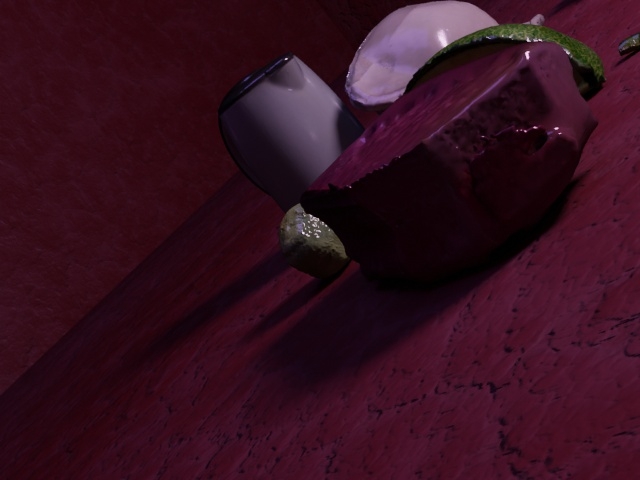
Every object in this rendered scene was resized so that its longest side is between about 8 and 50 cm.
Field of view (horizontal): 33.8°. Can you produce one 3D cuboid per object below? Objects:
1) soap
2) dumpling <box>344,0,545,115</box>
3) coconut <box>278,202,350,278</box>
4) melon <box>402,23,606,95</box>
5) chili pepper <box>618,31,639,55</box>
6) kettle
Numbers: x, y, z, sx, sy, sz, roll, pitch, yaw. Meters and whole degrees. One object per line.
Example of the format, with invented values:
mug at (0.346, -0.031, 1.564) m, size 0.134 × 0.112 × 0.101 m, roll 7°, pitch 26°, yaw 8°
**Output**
soap at (0.113, -0.064, 0.966) m, size 0.220 × 0.127 × 0.325 m, roll -43°, pitch 11°, yaw -9°
dumpling at (0.186, -0.250, 1.457) m, size 0.260 × 0.181 × 0.341 m, roll -11°, pitch -8°, yaw 25°
coconut at (0.000, 0.000, 1.208) m, size 0.088 × 0.096 × 0.088 m, roll -33°, pitch 50°, yaw 51°
melon at (0.191, -0.181, 1.207) m, size 0.265 × 0.129 × 0.169 m, roll -33°, pitch 8°, yaw 34°
chili pepper at (0.349, -0.219, 1.105) m, size 0.027 × 0.022 × 0.083 m, roll -3°, pitch -19°, yaw -41°
kettle at (-0.041, -0.126, 1.466) m, size 0.161 × 0.236 × 0.221 m, roll -47°, pitch 12°, yaw -34°
